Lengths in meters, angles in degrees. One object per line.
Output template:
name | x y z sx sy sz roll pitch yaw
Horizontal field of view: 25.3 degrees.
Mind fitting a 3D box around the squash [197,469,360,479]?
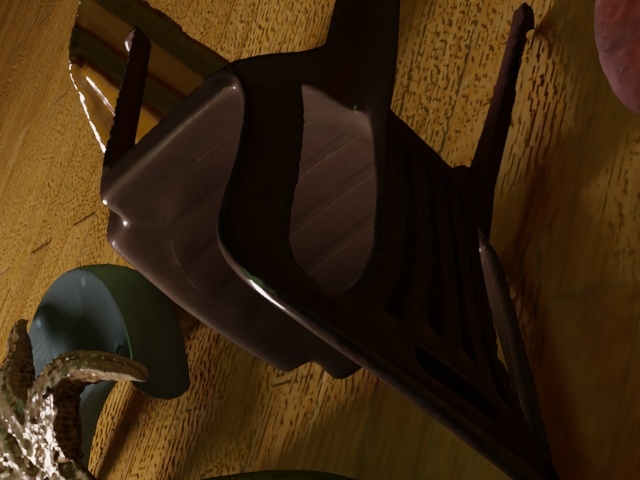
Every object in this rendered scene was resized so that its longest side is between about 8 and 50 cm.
squash | -0.032 0.145 0.641 0.341 0.094 0.094 -17 50 60

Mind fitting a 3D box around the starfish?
starfish | -0.167 0.155 0.902 0.277 0.062 0.235 44 127 44

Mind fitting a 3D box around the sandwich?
sandwich | -0.119 -0.055 0.939 0.144 0.187 0.117 -43 29 28

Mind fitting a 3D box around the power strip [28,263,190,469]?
power strip | -0.160 0.095 0.972 0.216 0.044 0.137 -46 51 44

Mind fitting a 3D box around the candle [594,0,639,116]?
candle | 0.217 -0.132 0.362 0.287 0.131 0.317 -63 23 -7

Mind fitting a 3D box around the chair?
chair | 0.000 0.000 0.629 0.183 0.175 0.326 -37 27 31
